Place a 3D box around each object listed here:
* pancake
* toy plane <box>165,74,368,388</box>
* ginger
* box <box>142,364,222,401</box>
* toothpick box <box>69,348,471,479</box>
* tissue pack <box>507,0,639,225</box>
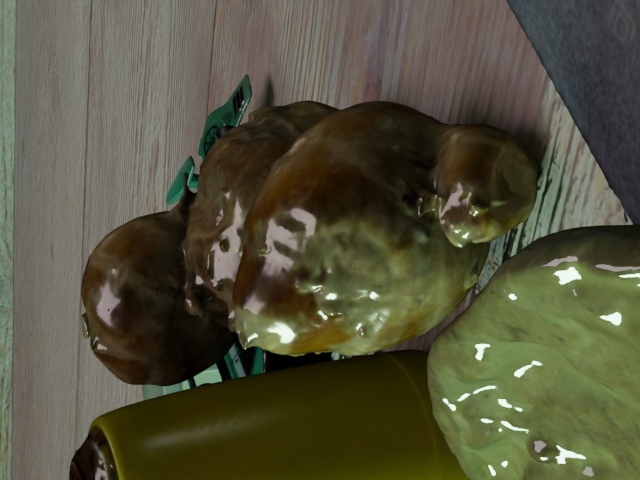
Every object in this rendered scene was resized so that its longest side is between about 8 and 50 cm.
[{"bbox_3d":[0.176,0.096,0.652,0.294,0.049,0.294,27,153,15],"label":"pancake"},{"bbox_3d":[-0.054,0.029,1.432,0.155,0.106,0.382,-54,40,33],"label":"toy plane"},{"bbox_3d":[0.000,0.000,1.138,0.375,0.256,0.176,-10,114,55],"label":"ginger"},{"bbox_3d":[-0.087,0.202,1.532,0.086,0.129,0.225,-167,72,-70],"label":"box"},{"bbox_3d":[-0.033,0.176,1.165,0.175,0.271,0.175,174,90,-70],"label":"toothpick box"},{"bbox_3d":[0.178,-0.168,0.700,0.288,0.124,0.394,104,152,-48],"label":"tissue pack"}]
